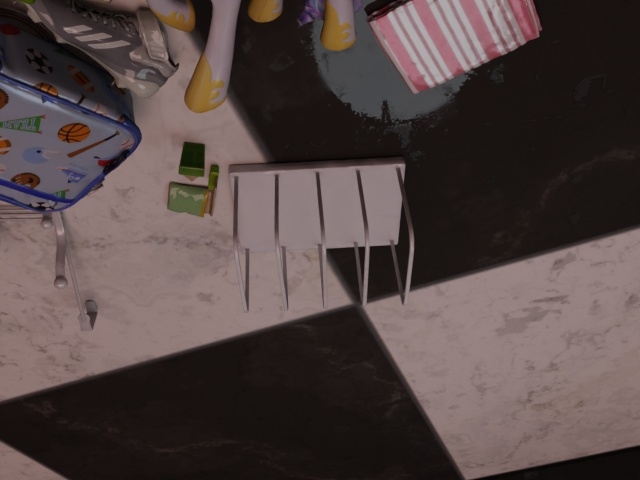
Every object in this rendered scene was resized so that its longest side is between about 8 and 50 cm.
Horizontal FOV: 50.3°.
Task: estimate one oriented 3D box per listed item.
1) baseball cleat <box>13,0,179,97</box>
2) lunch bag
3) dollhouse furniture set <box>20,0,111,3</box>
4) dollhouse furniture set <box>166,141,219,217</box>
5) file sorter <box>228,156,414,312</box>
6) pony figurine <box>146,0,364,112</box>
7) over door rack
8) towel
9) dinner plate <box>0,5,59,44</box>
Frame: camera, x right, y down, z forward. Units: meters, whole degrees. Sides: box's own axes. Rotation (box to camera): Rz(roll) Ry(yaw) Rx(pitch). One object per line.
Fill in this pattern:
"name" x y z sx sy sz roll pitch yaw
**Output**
"baseball cleat" -0.268 -0.270 0.852 0.109 0.072 0.206 -39 134 15
"lunch bag" -0.398 -0.144 0.881 0.243 0.115 0.303 -34 149 22
"dollhouse furniture set" -0.224 -0.360 0.567 0.151 0.198 0.301 8 162 -10
"dollhouse furniture set" -0.200 -0.077 1.066 0.076 0.059 0.152 7 137 -11
"file sorter" 0.000 0.000 1.085 0.277 0.173 0.193 -3 138 -1
"pony figurine" -0.035 -0.308 0.663 0.350 0.303 0.363 -26 164 -8
"over door rack" -0.536 0.070 1.167 0.239 0.108 0.324 0 138 -3
"towel" 0.177 -0.284 0.894 0.197 0.029 0.144 -22 136 22
"dinner plate" -0.407 -0.246 0.891 0.141 0.017 0.141 -3 137 -3
